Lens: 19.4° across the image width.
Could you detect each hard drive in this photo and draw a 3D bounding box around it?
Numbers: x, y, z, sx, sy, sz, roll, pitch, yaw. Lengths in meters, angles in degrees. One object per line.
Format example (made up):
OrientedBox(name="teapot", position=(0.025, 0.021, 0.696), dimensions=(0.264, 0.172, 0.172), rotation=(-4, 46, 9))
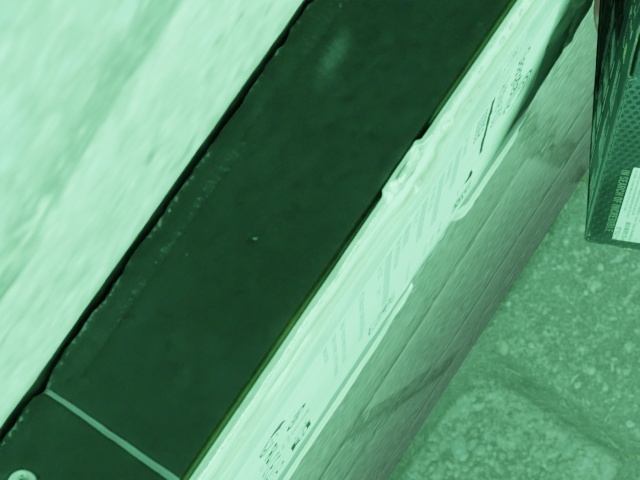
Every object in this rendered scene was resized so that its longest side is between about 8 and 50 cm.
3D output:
OrientedBox(name="hard drive", position=(0.000, 0.000, 0.682), dimensions=(0.339, 0.064, 0.237), rotation=(-56, 172, -10))

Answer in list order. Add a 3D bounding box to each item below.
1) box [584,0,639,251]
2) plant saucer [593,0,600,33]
OrientedBox(name="box", position=(0.147, -0.133, 0.699), dimensions=(0.232, 0.059, 0.183), rotation=(96, 3, -52))
OrientedBox(name="plant saucer", position=(0.258, -0.219, 0.927), dimensions=(0.332, 0.084, 0.332), rotation=(-40, -163, 15))
